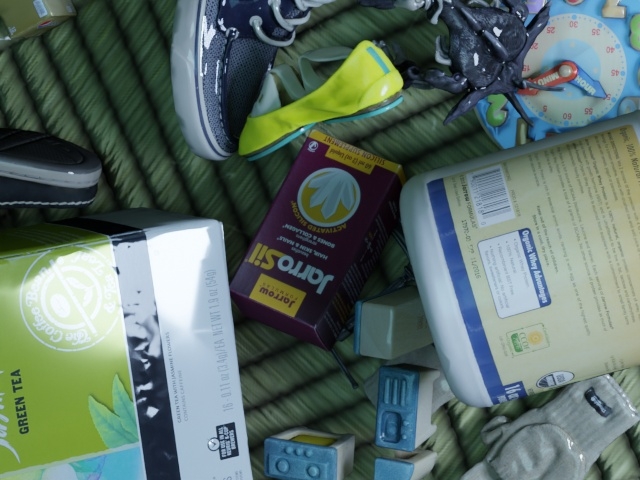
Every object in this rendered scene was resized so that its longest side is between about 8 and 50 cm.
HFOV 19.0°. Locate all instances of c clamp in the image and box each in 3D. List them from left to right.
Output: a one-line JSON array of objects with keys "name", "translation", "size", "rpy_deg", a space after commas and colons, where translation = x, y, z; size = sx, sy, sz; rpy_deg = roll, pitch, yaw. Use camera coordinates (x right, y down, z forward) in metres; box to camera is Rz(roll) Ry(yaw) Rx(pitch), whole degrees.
[{"name": "c clamp", "translation": [0.046, 0.049, 1.954], "size": [0.161, 0.022, 0.137], "rpy_deg": [-46, 76, 20]}]

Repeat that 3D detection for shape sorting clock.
[{"name": "shape sorting clock", "translation": [0.241, -0.165, 1.842], "size": [0.206, 0.040, 0.206], "rpy_deg": [3, 98, 19]}]

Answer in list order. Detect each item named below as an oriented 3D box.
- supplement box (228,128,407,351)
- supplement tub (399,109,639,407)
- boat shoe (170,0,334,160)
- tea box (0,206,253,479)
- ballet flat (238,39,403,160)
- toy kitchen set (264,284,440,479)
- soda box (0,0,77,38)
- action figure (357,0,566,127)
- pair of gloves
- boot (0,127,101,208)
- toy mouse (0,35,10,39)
[{"name": "supplement box", "translation": [0.000, 0.000, 1.887], "size": [0.104, 0.081, 0.188], "rpy_deg": [23, 75, 18]}, {"name": "supplement tub", "translation": [0.249, 0.009, 1.743], "size": [0.316, 0.228, 0.228], "rpy_deg": [-16, 92, 7]}, {"name": "boat shoe", "translation": [-0.046, -0.242, 1.886], "size": [0.158, 0.127, 0.340], "rpy_deg": [8, 99, 26]}, {"name": "tea box", "translation": [-0.259, 0.155, 1.868], "size": [0.323, 0.220, 0.329], "rpy_deg": [-12, 99, -23]}, {"name": "ballet flat", "translation": [-0.011, -0.140, 1.834], "size": [0.231, 0.077, 0.077], "rpy_deg": [-16, 107, 49]}, {"name": "toy kitchen set", "translation": [0.020, 0.147, 1.893], "size": [0.166, 0.122, 0.207], "rpy_deg": [7, 99, 27]}, {"name": "soda box", "translation": [-0.329, -0.307, 2.016], "size": [0.058, 0.061, 0.181], "rpy_deg": [-25, 89, 21]}, {"name": "action figure", "translation": [0.108, -0.220, 1.814], "size": [0.275, 0.141, 0.164], "rpy_deg": [45, 84, -12]}, {"name": "pair of gloves", "translation": [0.179, 0.156, 1.905], "size": [0.240, 0.042, 0.204], "rpy_deg": [43, 113, 15]}, {"name": "boot", "translation": [-0.412, 0.024, 2.053], "size": [0.377, 0.138, 0.284], "rpy_deg": [3, 102, 13]}, {"name": "toy mouse", "translation": [-0.402, -0.261, 2.065], "size": [0.161, 0.031, 0.143], "rpy_deg": [9, 100, 18]}]
